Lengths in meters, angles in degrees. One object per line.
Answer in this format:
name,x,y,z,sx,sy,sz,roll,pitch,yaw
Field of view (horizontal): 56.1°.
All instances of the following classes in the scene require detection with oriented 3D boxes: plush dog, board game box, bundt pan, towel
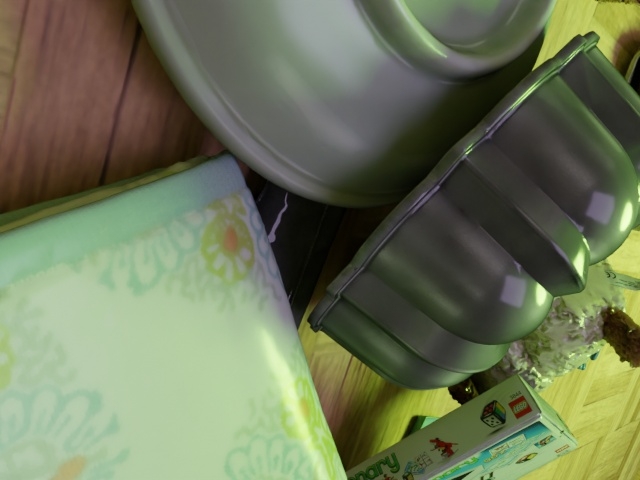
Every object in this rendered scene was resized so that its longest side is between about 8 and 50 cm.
plush dog,0.266,0.118,0.751,0.262,0.210,0.225,-24,149,-33
board game box,0.136,0.275,0.701,0.305,0.053,0.193,-34,140,13
bundt pan,0.147,0.000,0.501,0.331,0.124,0.331,-42,169,-11
towel,-0.150,0.146,0.338,0.374,0.090,0.320,-27,109,-39

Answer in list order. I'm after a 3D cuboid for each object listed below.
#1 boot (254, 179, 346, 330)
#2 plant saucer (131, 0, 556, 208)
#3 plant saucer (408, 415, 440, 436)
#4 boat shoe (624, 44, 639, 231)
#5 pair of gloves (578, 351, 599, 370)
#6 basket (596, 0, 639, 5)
boot,0.000,0.000,0.512,0.189,0.076,0.208,12,95,-35
plant saucer,0.068,-0.215,0.395,0.400,0.100,0.400,-10,106,-38
plant saucer,0.118,0.332,0.847,0.067,0.018,0.192,23,93,-49
boat shoe,0.493,-0.152,0.922,0.103,0.113,0.302,-18,112,-38
pair of gloves,0.548,0.170,1.203,0.159,0.023,0.198,-49,136,-13
basket,0.478,-0.384,0.633,0.223,0.299,0.213,-38,133,-26
